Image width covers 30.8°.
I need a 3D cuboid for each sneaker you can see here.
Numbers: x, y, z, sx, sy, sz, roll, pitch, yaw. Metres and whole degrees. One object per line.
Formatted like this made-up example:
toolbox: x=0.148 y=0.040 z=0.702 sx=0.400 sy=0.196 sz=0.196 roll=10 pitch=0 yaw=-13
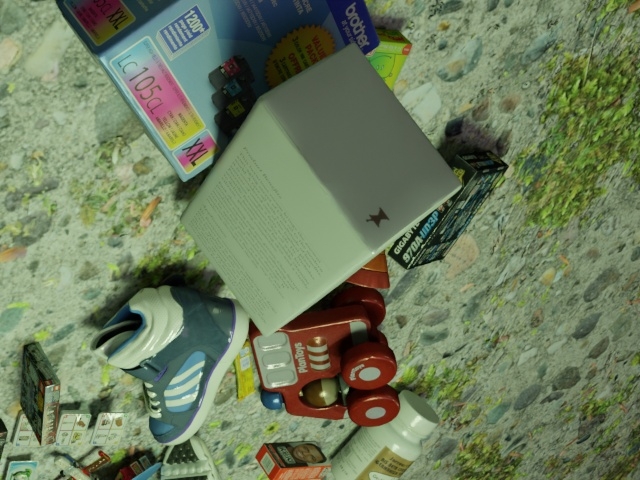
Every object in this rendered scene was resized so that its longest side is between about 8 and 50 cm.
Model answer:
sneaker: x=-0.280 y=0.200 z=1.881 sx=0.236 sy=0.130 sz=0.323 roll=10 pitch=126 yaw=-34
sneaker: x=-0.222 y=0.485 z=2.196 sx=0.110 sy=0.118 sz=0.292 roll=-3 pitch=113 yaw=18

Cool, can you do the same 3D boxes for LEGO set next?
LEGO set: x=-0.445 y=0.368 z=1.982 sx=0.182 sy=0.060 sz=0.244 roll=4 pitch=125 yaw=-27

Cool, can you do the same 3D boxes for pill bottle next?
pill bottle: x=0.138 y=0.430 z=2.439 sx=0.229 sy=0.131 sz=0.131 roll=-50 pitch=141 yaw=14

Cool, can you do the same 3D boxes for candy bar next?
candy bar: x=-0.139 y=0.239 z=2.108 sx=0.040 sy=0.018 sz=0.161 roll=-27 pitch=141 yaw=-22

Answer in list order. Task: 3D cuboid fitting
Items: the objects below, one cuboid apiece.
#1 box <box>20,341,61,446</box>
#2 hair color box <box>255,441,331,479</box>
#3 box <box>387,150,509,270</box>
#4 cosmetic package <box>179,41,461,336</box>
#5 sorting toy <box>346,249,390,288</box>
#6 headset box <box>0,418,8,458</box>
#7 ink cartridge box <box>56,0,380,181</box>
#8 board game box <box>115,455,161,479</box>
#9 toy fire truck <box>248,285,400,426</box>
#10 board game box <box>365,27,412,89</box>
box: x=-0.434 y=0.238 z=1.800 sx=0.027 sy=0.094 sz=0.137 roll=-13 pitch=135 yaw=-31
hair color box: x=-0.054 y=0.445 z=2.344 sx=0.141 sy=0.072 sz=0.043 roll=7 pitch=123 yaw=-44
box: x=0.226 y=-0.054 z=2.041 sx=0.220 sy=0.051 sz=0.175 roll=-57 pitch=161 yaw=22
cosmetic package: x=-0.021 y=-0.049 z=1.565 sx=0.161 sy=0.230 sz=0.453 roll=-35 pitch=177 yaw=-25
sorting toy: x=0.000 y=0.000 z=1.922 sx=0.365 sy=0.127 sz=0.126 roll=8 pitch=99 yaw=-50
headset box: x=-0.536 y=0.321 z=1.849 sx=0.062 sy=0.032 sz=0.083 roll=-6 pitch=131 yaw=-37
ink cartridge box: x=-0.096 y=-0.299 z=1.497 sx=0.395 sy=0.151 sz=0.270 roll=-37 pitch=143 yaw=-5
board game box: x=-0.366 y=0.441 z=2.099 sx=0.169 sy=0.033 sz=0.133 roll=-29 pitch=166 yaw=-37
toy fire truck: x=0.007 y=0.228 z=2.129 sx=0.254 sy=0.169 sz=0.302 roll=-8 pitch=138 yaw=0
board game box: x=0.061 y=-0.234 z=1.774 sx=0.092 sy=0.043 sz=0.181 roll=-2 pitch=129 yaw=-39
